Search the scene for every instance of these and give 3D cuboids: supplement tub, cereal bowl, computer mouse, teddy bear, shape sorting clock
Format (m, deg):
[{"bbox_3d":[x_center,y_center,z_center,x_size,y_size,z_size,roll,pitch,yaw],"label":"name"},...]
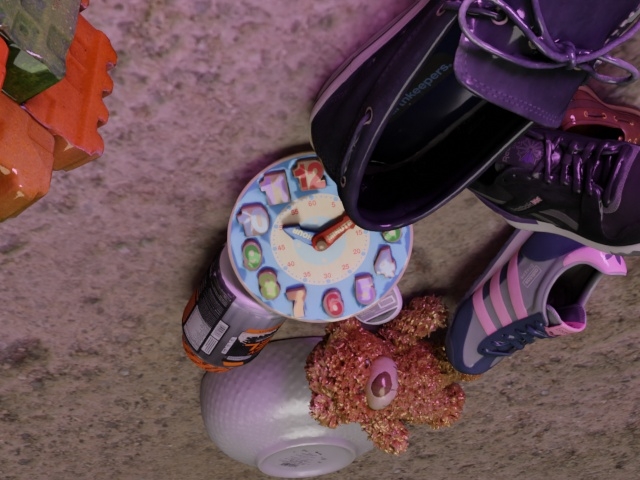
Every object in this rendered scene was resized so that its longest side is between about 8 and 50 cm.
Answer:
[{"bbox_3d":[-0.106,0.086,1.041,0.117,0.117,0.190,9,144,-22],"label":"supplement tub"},{"bbox_3d":[-0.027,0.296,1.349,0.339,0.141,0.339,-6,146,-4],"label":"cereal bowl"},{"bbox_3d":[0.030,0.014,0.965,0.106,0.042,0.193,-25,108,17],"label":"computer mouse"},{"bbox_3d":[0.131,0.204,1.197,0.245,0.113,0.338,-49,137,3],"label":"teddy bear"},{"bbox_3d":[0.000,0.000,0.908,0.206,0.040,0.206,0,109,-1],"label":"shape sorting clock"}]

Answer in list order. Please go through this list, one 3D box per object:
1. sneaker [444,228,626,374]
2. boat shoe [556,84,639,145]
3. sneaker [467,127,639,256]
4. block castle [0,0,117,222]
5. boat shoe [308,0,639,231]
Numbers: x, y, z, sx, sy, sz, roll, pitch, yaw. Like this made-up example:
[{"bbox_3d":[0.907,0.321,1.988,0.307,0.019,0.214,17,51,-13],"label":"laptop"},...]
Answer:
[{"bbox_3d":[0.266,0.093,1.053,0.112,0.131,0.319,1,133,-28],"label":"sneaker"},{"bbox_3d":[0.302,-0.111,0.873,0.178,0.060,0.064,18,139,-33],"label":"boat shoe"},{"bbox_3d":[0.237,-0.058,0.806,0.124,0.107,0.283,26,170,-27],"label":"sneaker"},{"bbox_3d":[-0.279,-0.088,0.456,0.303,0.453,0.213,-25,135,23],"label":"block castle"},{"bbox_3d":[0.168,-0.174,0.672,0.187,0.156,0.500,20,137,-32],"label":"boat shoe"}]
